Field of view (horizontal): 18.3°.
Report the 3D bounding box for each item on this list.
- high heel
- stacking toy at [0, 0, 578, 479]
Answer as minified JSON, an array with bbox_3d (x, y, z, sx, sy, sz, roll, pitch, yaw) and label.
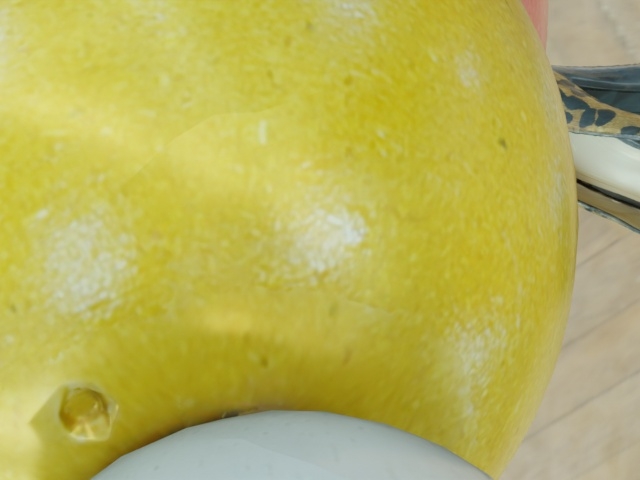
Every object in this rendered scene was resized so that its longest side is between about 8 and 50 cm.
[{"bbox_3d":[0.172,-0.019,1.129,0.186,0.261,0.093,-6,127,-15],"label":"high heel"},{"bbox_3d":[-0.056,-0.020,0.473,0.350,0.480,0.350,-8,127,-11],"label":"stacking toy"}]
